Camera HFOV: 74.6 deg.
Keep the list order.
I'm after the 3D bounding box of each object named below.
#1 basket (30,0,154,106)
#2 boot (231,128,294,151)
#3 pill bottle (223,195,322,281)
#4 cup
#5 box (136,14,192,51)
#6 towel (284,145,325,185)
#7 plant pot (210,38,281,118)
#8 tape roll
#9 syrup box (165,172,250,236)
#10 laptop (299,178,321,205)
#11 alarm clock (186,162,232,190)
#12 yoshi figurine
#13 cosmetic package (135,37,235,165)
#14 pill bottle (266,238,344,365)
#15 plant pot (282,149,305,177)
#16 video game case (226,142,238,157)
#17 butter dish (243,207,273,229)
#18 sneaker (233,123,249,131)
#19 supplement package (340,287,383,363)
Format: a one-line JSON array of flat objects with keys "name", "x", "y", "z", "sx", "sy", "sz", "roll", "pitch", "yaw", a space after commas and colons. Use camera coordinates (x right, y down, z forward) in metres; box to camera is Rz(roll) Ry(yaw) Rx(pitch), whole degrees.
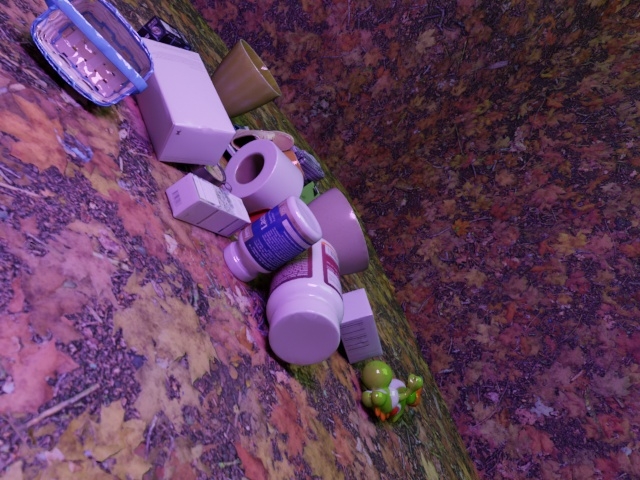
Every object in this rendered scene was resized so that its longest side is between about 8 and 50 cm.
[{"name": "basket", "x": -0.517, "y": -0.439, "z": 0.977, "sx": 0.255, "sy": 0.201, "sz": 0.289, "roll": 49, "pitch": -15, "yaw": -26}, {"name": "boot", "x": -0.234, "y": -0.403, "z": 1.729, "sx": 0.262, "sy": 0.095, "sz": 0.203, "roll": 6, "pitch": 18, "yaw": -10}, {"name": "pill bottle", "x": -0.140, "y": 0.002, "z": 1.216, "sx": 0.153, "sy": 0.264, "sz": 0.153, "roll": 52, "pitch": 14, "yaw": -18}, {"name": "cup", "x": 0.000, "y": 0.000, "z": 1.550, "sx": 0.331, "sy": 0.237, "sz": 0.331, "roll": 158, "pitch": -90, "yaw": -81}, {"name": "box", "x": -0.580, "y": -0.710, "z": 1.525, "sx": 0.077, "sy": 0.147, "sz": 0.180, "roll": 57, "pitch": 13, "yaw": -1}, {"name": "towel", "x": -0.129, "y": -0.319, "z": 2.014, "sx": 0.121, "sy": 0.235, "sz": 0.283, "roll": 67, "pitch": 17, "yaw": 16}, {"name": "plant pot", "x": -0.368, "y": -0.659, "z": 1.821, "sx": 0.275, "sy": 0.293, "sz": 0.275, "roll": 52, "pitch": 16, "yaw": -21}, {"name": "tape roll", "x": -0.206, "y": -0.216, "z": 1.509, "sx": 0.169, "sy": 0.246, "sz": 0.246, "roll": 39, "pitch": 23, "yaw": -49}, {"name": "syrup box", "x": -0.311, "y": -0.093, "z": 1.193, "sx": 0.237, "sy": 0.096, "sz": 0.093, "roll": 29, "pitch": 33, "yaw": -63}, {"name": "laptop", "x": -0.042, "y": -0.045, "z": 1.830, "sx": 0.408, "sy": 0.236, "sz": 0.382, "roll": -38, "pitch": 104, "yaw": -33}, {"name": "alarm clock", "x": -0.357, "y": -0.217, "z": 1.371, "sx": 0.192, "sy": 0.064, "sz": 0.129, "roll": 39, "pitch": 23, "yaw": -43}, {"name": "yoshi figurine", "x": 0.256, "y": 0.537, "z": 1.575, "sx": 0.203, "sy": 0.203, "sz": 0.362, "roll": 47, "pitch": 9, "yaw": 32}, {"name": "cosmetic package", "x": -0.426, "y": -0.416, "z": 1.270, "sx": 0.197, "sy": 0.155, "sz": 0.365, "roll": -1, "pitch": 57, "yaw": -43}, {"name": "pill bottle", "x": -0.045, "y": 0.165, "z": 1.259, "sx": 0.224, "sy": 0.224, "sz": 0.392, "roll": 51, "pitch": 17, "yaw": -23}, {"name": "plant pot", "x": -0.176, "y": -0.287, "z": 1.783, "sx": 0.205, "sy": 0.188, "sz": 0.205, "roll": -25, "pitch": 90, "yaw": -89}, {"name": "video game case", "x": -0.351, "y": -0.364, "z": 1.718, "sx": 0.193, "sy": 0.023, "sz": 0.212, "roll": 53, "pitch": 4, "yaw": -19}, {"name": "butter dish", "x": -0.188, "y": -0.020, "z": 1.408, "sx": 0.160, "sy": 0.160, "sz": 0.118, "roll": 42, "pitch": 44, "yaw": -45}, {"name": "sneaker", "x": -0.366, "y": -0.482, "z": 1.956, "sx": 0.076, "sy": 0.065, "sz": 0.166, "roll": 17, "pitch": 36, "yaw": -44}, {"name": "supplement package", "x": 0.135, "y": 0.320, "z": 1.559, "sx": 0.139, "sy": 0.134, "sz": 0.244, "roll": -105, "pitch": 177, "yaw": -51}]
